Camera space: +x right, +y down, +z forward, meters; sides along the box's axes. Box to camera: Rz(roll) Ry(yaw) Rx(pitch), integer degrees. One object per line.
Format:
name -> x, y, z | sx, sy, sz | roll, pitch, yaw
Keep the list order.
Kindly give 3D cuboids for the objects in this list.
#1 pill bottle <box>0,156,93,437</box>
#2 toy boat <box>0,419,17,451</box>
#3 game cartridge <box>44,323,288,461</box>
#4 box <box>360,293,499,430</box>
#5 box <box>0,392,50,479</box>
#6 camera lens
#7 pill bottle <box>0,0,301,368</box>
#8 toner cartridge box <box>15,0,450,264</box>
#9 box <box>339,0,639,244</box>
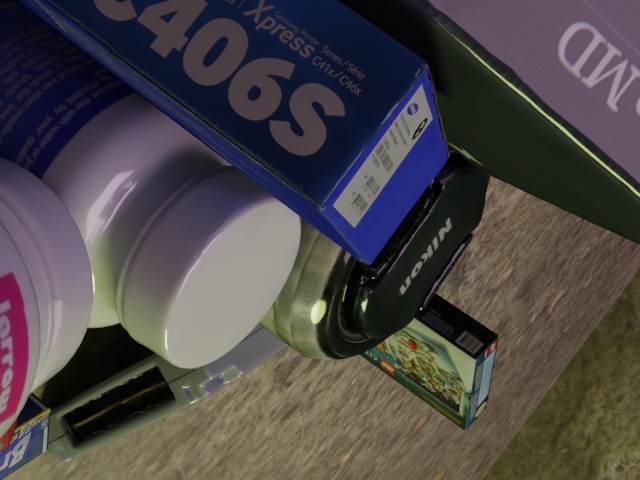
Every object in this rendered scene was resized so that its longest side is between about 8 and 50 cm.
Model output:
pill bottle -> -0.222, 0.049, 0.517 | 0.160, 0.160, 0.283 | -65, 170, 20
toy boat -> -0.267, 0.044, 0.790 | 0.231, 0.151, 0.151 | 81, 31, -57
game cartridge -> -0.113, 0.106, 1.076 | 0.196, 0.060, 0.294 | -26, 177, -43
box -> 0.092, 0.101, 1.394 | 0.044, 0.233, 0.159 | -43, 153, -26
box -> -0.302, 0.181, 0.988 | 0.169, 0.054, 0.059 | -33, 148, -42
camera lens -> -0.026, -0.058, 0.923 | 0.219, 0.274, 0.219 | -42, 152, -28
pill bottle -> -0.149, -0.043, 0.718 | 0.152, 0.272, 0.152 | -42, 152, -28
toner cartridge box -> -0.101, -0.128, 0.575 | 0.075, 0.348, 0.165 | -52, 168, -3
box -> 0.122, -0.315, 0.595 | 0.480, 0.297, 0.472 | 34, 92, -28
